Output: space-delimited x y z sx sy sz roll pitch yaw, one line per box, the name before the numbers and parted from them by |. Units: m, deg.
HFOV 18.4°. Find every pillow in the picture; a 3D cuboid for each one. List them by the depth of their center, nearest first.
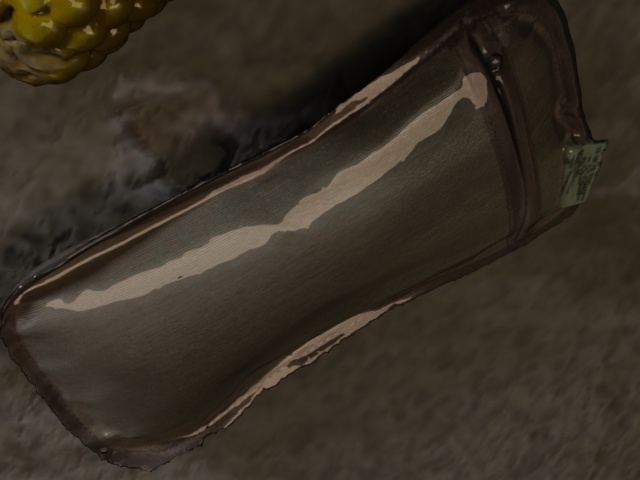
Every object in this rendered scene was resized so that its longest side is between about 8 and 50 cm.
pillow | 0.000 0.000 0.721 0.233 0.038 0.130 -31 140 -6

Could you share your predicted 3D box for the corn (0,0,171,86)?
corn | -0.018 -0.150 0.539 0.261 0.097 0.097 -46 137 16
